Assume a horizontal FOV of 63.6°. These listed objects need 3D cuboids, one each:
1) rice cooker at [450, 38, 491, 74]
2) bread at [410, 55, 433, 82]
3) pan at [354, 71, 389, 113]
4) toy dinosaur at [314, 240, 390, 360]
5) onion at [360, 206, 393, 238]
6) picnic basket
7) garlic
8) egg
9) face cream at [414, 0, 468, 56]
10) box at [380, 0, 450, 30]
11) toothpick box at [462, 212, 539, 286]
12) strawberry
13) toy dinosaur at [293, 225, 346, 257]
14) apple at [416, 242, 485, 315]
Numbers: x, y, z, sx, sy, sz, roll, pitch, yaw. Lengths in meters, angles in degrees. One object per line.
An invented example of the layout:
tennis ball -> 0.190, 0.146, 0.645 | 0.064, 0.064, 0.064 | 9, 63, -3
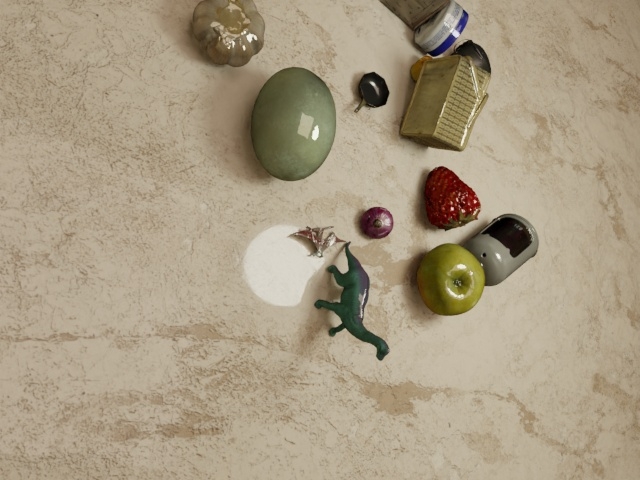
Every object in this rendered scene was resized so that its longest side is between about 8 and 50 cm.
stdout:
rice cooker -> 0.618, -0.728, 2.137 | 0.118, 0.142, 0.203 | -36, 99, -19
bread -> 0.474, -0.643, 2.060 | 0.245, 0.094, 0.102 | 26, 64, -26
pan -> 0.160, -0.531, 1.864 | 0.201, 0.048, 0.129 | -25, 94, -34
toy dinosaur -> 0.136, 0.163, 1.565 | 0.129, 0.330, 0.384 | 25, 71, -29
onion -> 0.196, -0.063, 1.789 | 0.115, 0.115, 0.104 | 63, 13, -8
picnic basket -> 0.464, -0.502, 1.898 | 0.175, 0.228, 0.313 | 16, 95, -28
garlic -> -0.273, -0.630, 1.544 | 0.227, 0.152, 0.228 | 0, 90, -30
egg -> -0.080, -0.351, 1.559 | 0.258, 0.258, 0.353 | 10, 71, -31
face cream -> 0.467, -0.835, 2.018 | 0.111, 0.206, 0.206 | 30, 67, -19
box -> 0.397, -1.026, 1.995 | 0.190, 0.225, 0.297 | 28, 68, -24
toothpick box -> 0.675, 0.056, 2.014 | 0.316, 0.229, 0.229 | -32, 99, -30
strawberry -> 0.473, -0.165, 1.928 | 0.205, 0.205, 0.245 | -7, 69, -33
toy dinosaur -> 0.001, 0.000, 1.686 | 0.220, 0.032, 0.108 | 11, 73, -41
apple -> 0.466, 0.140, 1.843 | 0.260, 0.194, 0.261 | 0, 88, -9
